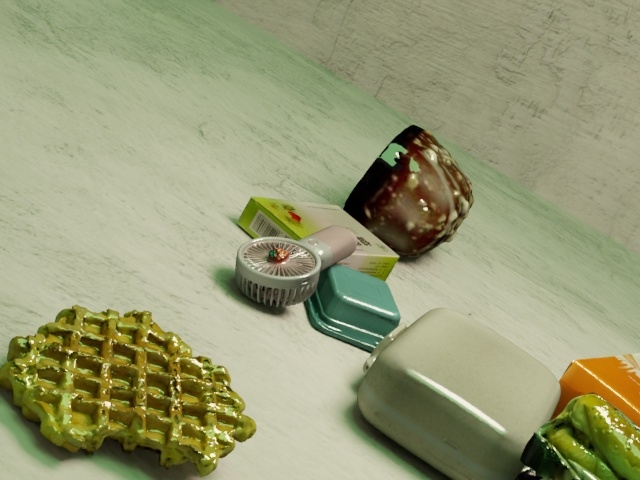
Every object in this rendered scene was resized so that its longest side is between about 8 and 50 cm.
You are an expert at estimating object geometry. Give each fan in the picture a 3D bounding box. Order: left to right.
[{"bbox_3d":[-0.031,0.028,1.879,0.130,0.074,0.244,25,32,29],"label":"fan"}]

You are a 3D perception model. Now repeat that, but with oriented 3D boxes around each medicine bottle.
[{"bbox_3d":[0.210,0.220,1.737,0.282,0.123,0.375,31,19,12],"label":"medicine bottle"}]

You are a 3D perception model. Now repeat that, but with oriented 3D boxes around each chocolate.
[{"bbox_3d":[0.194,-0.081,2.406,0.210,0.225,0.340,39,19,5],"label":"chocolate"}]

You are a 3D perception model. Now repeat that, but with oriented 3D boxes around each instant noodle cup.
[{"bbox_3d":[0.057,0.103,1.923,0.157,0.070,0.179,21,20,-17],"label":"instant noodle cup"}]

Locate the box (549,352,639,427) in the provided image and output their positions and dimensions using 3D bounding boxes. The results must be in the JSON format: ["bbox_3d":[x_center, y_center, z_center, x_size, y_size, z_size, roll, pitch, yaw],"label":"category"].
[{"bbox_3d":[0.528,0.304,1.956,0.225,0.143,0.341,40,20,31],"label":"box"}]

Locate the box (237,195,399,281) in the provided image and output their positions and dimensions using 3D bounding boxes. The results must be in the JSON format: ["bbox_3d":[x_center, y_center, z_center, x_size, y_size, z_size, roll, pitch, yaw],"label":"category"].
[{"bbox_3d":[-0.001,-0.001,2.130,0.175,0.062,0.260,40,20,31],"label":"box"}]

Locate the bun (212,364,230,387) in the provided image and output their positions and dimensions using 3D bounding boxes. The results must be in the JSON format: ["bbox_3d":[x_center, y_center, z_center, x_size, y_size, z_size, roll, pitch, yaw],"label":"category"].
[{"bbox_3d":[-0.145,0.172,1.443,0.086,0.055,0.086,24,19,-9],"label":"bun"}]

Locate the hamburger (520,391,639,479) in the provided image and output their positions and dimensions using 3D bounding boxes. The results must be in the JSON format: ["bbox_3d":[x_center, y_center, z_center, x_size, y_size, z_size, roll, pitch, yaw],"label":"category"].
[{"bbox_3d":[0.358,0.278,1.440,0.214,0.125,0.235,35,3,31],"label":"hamburger"}]

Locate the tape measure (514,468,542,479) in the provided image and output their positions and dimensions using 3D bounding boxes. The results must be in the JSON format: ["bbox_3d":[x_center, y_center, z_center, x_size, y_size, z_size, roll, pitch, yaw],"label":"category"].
[{"bbox_3d":[0.309,0.370,1.503,0.186,0.112,0.199,19,19,-23],"label":"tape measure"}]

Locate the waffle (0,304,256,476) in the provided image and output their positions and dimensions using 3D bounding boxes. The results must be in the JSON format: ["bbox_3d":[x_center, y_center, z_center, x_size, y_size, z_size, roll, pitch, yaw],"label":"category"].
[{"bbox_3d":[-0.211,0.166,1.317,0.291,0.051,0.291,19,29,-11],"label":"waffle"}]
